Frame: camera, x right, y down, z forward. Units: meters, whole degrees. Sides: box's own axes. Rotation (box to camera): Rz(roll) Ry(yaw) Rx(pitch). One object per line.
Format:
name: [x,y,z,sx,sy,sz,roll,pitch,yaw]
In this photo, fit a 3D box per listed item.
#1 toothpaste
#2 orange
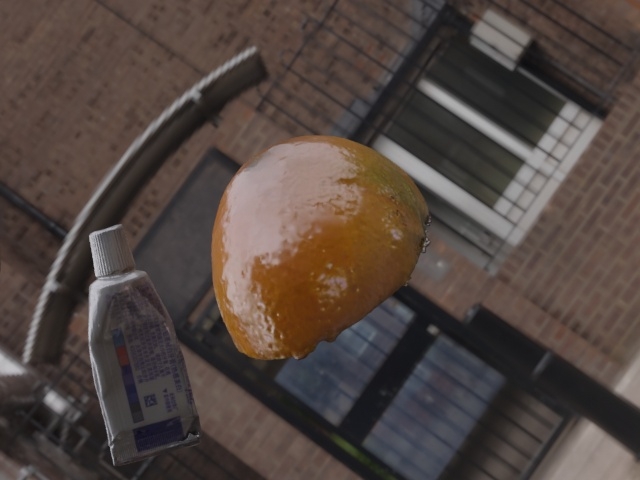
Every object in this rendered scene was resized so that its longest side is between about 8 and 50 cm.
toothpaste: [-0.222,0.121,1.264,0.099,0.283,0.068,-11,6,16]
orange: [-0.004,-0.001,1.255,0.274,0.274,0.310,-57,-20,17]
